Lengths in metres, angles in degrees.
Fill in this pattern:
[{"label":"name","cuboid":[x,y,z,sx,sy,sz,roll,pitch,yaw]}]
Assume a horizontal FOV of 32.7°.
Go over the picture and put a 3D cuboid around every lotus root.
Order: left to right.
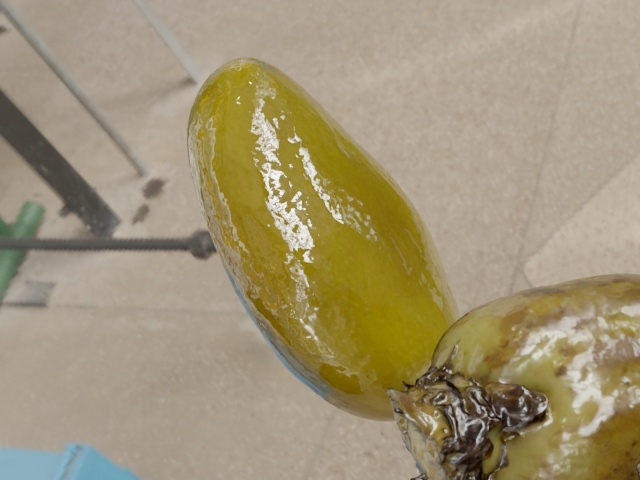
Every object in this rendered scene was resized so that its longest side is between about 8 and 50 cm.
[{"label":"lotus root","cuboid":[0.188,0.109,0.740,0.314,0.141,0.169,-12,60,-17]}]

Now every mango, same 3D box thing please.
[{"label":"mango","cuboid":[-0.001,0.005,0.891,0.142,0.331,0.195,-34,8,29]}]

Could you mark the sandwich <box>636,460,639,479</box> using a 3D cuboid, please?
[{"label":"sandwich","cuboid":[0.223,0.090,0.490,0.128,0.235,0.122,34,84,24]}]
